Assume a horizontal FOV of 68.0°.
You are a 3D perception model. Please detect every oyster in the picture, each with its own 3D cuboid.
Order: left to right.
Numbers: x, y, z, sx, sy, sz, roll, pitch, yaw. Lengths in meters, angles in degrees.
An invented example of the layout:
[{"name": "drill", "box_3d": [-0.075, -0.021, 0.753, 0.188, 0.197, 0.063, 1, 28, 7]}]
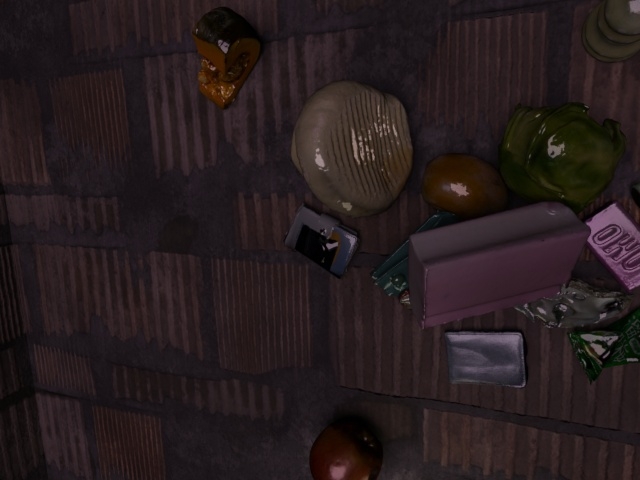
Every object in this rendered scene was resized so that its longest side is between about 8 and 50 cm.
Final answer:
[{"name": "oyster", "box_3d": [0.631, 0.147, 1.217, 0.252, 0.087, 0.199, -36, 95, 31]}]

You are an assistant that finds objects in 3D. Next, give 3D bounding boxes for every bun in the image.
[{"name": "bun", "box_3d": [0.069, -0.233, 1.247, 0.219, 0.365, 0.366, -5, 100, 54]}]

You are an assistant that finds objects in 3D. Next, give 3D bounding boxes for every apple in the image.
[{"name": "apple", "box_3d": [0.082, 0.675, 1.474, 0.229, 0.230, 0.230, 4, 102, 21]}]

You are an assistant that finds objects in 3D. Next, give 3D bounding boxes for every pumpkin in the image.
[{"name": "pumpkin", "box_3d": [-0.301, -0.533, 1.406, 0.139, 0.190, 0.281, 41, 113, 9]}]

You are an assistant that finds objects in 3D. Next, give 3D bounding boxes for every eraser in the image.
[{"name": "eraser", "box_3d": [0.389, 0.061, 1.094, 0.358, 0.123, 0.272, -15, 139, -1]}]

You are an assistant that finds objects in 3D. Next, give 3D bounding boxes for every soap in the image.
[{"name": "soap", "box_3d": [0.733, 0.011, 1.162, 0.122, 0.065, 0.203, -42, 84, 23]}]

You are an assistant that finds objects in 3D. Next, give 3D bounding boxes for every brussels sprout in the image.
[{"name": "brussels sprout", "box_3d": [0.541, -0.196, 1.089, 0.227, 0.259, 0.294, -47, 126, 3]}]

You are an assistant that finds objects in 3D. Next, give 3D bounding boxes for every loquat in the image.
[{"name": "loquat", "box_3d": [0.370, -0.131, 1.219, 0.227, 0.179, 0.180, 21, 107, 12]}]

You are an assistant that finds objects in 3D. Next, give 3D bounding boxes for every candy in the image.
[{"name": "candy", "box_3d": [0.748, 0.261, 1.201, 0.203, 0.078, 0.141, -21, 103, 12]}]

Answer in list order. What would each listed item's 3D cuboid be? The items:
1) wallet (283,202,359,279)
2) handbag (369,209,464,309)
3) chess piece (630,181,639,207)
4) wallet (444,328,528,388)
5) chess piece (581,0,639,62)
[{"name": "wallet", "box_3d": [0.000, 0.000, 1.455, 0.230, 0.069, 0.170, 32, 115, 15]}, {"name": "handbag", "box_3d": [0.311, 0.081, 1.247, 0.274, 0.268, 0.100, -41, 40, 20]}, {"name": "chess piece", "box_3d": [0.798, -0.119, 1.115, 0.103, 0.067, 0.067, -22, 91, 15]}, {"name": "wallet", "box_3d": [0.470, 0.333, 1.348, 0.221, 0.036, 0.168, -5, 99, 25]}, {"name": "chess piece", "box_3d": [0.647, -0.470, 1.000, 0.144, 0.251, 0.145, 4, 101, 21]}]
